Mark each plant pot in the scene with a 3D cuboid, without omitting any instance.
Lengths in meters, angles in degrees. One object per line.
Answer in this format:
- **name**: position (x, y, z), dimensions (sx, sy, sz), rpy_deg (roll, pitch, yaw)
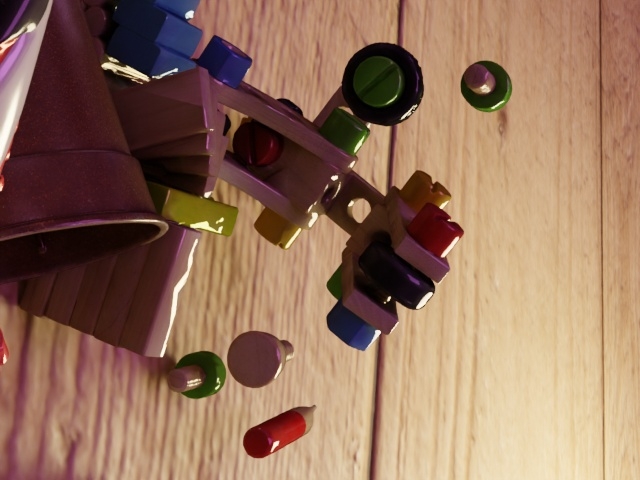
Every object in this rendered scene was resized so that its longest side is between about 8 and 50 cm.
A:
- **plant pot**: position (-0.183, -0.068, 0.769), dimensions (0.167, 0.167, 0.165), rpy_deg (0, 76, -63)

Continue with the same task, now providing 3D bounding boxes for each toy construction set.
- **toy construction set**: position (0.000, 0.000, 1.073), dimensions (0.237, 0.257, 0.309), rpy_deg (2, 102, -75)

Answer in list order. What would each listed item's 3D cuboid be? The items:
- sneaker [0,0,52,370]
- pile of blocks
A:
- **sneaker**: position (-0.184, -0.008, 0.629), dimensions (0.270, 0.090, 0.145), rpy_deg (-61, 154, -9)
- **pile of blocks**: position (-0.111, -0.099, 0.918), dimensions (0.112, 0.149, 0.362), rpy_deg (14, 70, -61)
